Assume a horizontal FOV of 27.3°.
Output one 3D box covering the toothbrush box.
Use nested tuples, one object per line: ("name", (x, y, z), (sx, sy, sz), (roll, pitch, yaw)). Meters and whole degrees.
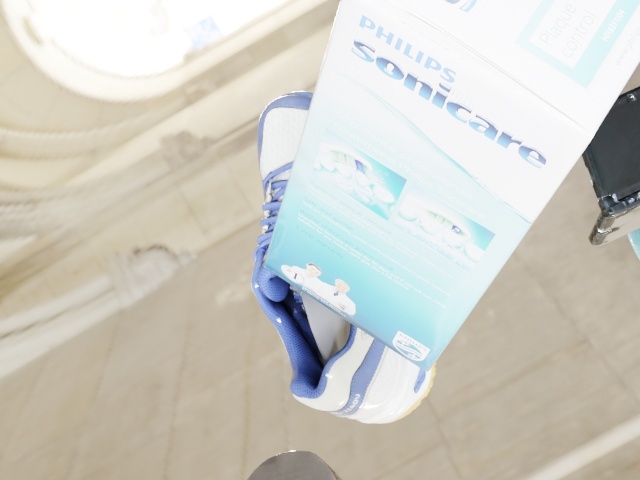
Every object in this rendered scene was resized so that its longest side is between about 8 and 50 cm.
("toothbrush box", (0.090, -0.091, 0.699), (0.126, 0.216, 0.295), (32, 153, 7))

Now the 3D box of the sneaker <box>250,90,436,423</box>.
("sneaker", (0.000, 0.000, 1.054), (0.131, 0.112, 0.297), (11, -128, -51))

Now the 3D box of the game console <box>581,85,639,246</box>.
("game console", (0.246, -0.064, 0.975), (0.107, 0.122, 0.071), (87, 158, -69))

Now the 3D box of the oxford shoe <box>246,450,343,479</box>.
("oxford shoe", (0.001, 0.199, 0.543), (0.076, 0.076, 0.212), (43, -134, -48))

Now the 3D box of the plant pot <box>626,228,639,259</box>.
("plant pot", (0.494, -0.047, 1.322), (0.293, 0.235, 0.293), (32, 165, 10))
